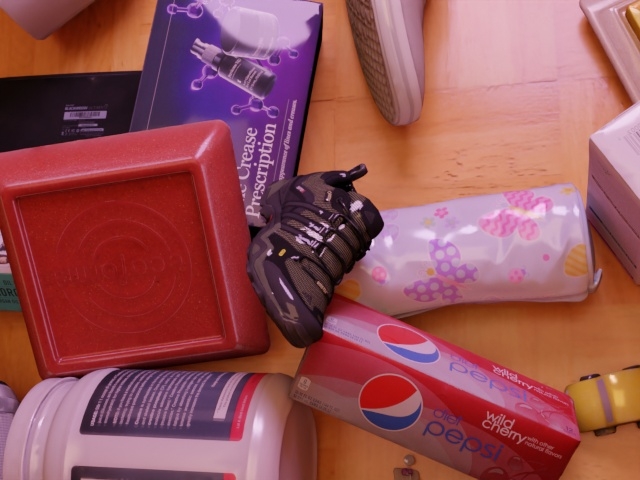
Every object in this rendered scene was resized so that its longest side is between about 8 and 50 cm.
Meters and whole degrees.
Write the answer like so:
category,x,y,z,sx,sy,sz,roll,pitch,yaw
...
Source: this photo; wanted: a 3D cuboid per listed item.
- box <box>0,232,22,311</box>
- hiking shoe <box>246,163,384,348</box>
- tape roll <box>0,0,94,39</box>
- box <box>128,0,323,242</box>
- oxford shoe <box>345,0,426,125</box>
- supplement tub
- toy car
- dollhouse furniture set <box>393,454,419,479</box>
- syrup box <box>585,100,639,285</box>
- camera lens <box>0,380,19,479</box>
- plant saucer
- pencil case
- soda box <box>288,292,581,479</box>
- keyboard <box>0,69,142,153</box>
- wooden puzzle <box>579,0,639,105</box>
category,x,y,z,sx,sy,sz,roll,pitch,yaw
box,-0.335,0.027,1.113,0.244,0.060,0.101,2,40,14
hiking shoe,0.000,0.000,0.906,0.114,0.086,0.227,-23,36,17
tape roll,-0.340,-0.382,1.140,0.169,0.246,0.246,-36,71,3
box,-0.107,-0.140,1.077,0.184,0.103,0.261,9,79,2
oxford shoe,0.084,-0.346,1.082,0.130,0.169,0.450,-5,74,-8
supplement tub,-0.152,0.225,0.973,0.272,0.191,0.191,0,77,14
toy car,0.385,0.148,0.933,0.239,0.053,0.225,-46,71,0
dollhouse furniture set,0.124,0.269,0.992,0.114,0.091,0.081,9,35,-6
syrup box,0.310,-0.045,0.902,0.093,0.237,0.096,-34,70,3
camera lens,-0.431,0.273,1.014,0.219,0.219,0.275,-5,76,12
plant saucer,-0.199,0.024,0.999,0.258,0.048,0.259,-8,108,4
pencil case,0.141,0.018,0.992,0.273,0.113,0.124,-10,57,10
soda box,0.109,0.149,0.931,0.263,0.092,0.084,23,111,1
keyboard,-0.284,-0.109,1.173,0.317,0.033,0.202,0,71,15
wooden puzzle,0.418,-0.206,1.009,0.220,0.044,0.239,-24,72,2
